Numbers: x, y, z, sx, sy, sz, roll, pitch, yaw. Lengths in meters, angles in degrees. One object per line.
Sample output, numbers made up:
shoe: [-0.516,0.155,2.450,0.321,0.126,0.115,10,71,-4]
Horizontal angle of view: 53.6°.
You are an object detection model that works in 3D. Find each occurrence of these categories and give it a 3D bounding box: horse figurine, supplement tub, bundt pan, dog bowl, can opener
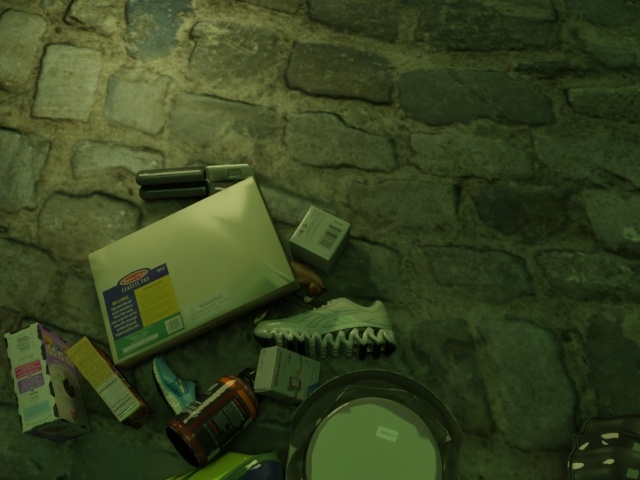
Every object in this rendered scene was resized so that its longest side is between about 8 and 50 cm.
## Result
horse figurine: [-0.130,0.056,1.378,0.174,0.066,0.263,-39,73,-7]
supplement tub: [-0.190,0.332,1.219,0.106,0.106,0.198,41,56,18]
bundt pan: [0.578,0.442,1.067,0.330,0.124,0.331,17,53,-25]
dog bowl: [0.098,0.424,1.184,0.348,0.102,0.349,0,66,1]
can opener: [-0.284,-0.131,1.451,0.280,0.074,0.093,-1,29,4]

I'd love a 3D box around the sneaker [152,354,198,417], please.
sneaker: [-0.286,0.299,1.283,0.073,0.063,0.162,-29,75,-26]

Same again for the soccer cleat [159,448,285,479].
soccer cleat: [-0.208,0.460,1.199,0.289,0.093,0.121,-9,35,2]

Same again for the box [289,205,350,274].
box: [0.000,0.000,1.387,0.102,0.087,0.101,27,69,14]

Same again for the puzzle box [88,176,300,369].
puzzle box: [-0.275,0.064,1.336,0.408,0.052,0.272,-25,64,3]

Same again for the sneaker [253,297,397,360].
sneaker: [0.008,0.179,1.305,0.292,0.110,0.118,2,58,-7]

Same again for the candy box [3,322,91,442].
candy box: [-0.528,0.280,1.231,0.070,0.165,0.196,-21,66,-7]

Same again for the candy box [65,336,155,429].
candy box: [-0.415,0.284,1.258,0.053,0.109,0.187,-40,71,-15]

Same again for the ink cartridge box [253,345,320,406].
ink cartridge box: [-0.064,0.268,1.247,0.122,0.052,0.089,27,58,-35]
